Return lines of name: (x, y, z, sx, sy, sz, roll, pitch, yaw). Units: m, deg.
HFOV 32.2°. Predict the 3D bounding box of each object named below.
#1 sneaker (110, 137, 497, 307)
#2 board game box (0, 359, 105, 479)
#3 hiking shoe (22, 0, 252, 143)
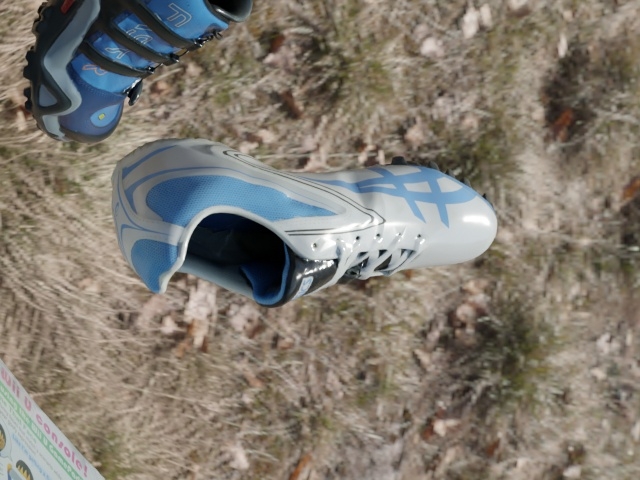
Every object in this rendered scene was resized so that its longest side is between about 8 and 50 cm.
sneaker: (0.000, 0.000, 0.603, 0.237, 0.085, 0.086, 4, 59, -32)
board game box: (-0.183, 0.145, 0.415, 0.097, 0.303, 0.224, -23, 122, 9)
hiking shoe: (-0.115, -0.142, 0.716, 0.132, 0.304, 0.113, 13, 64, -10)
